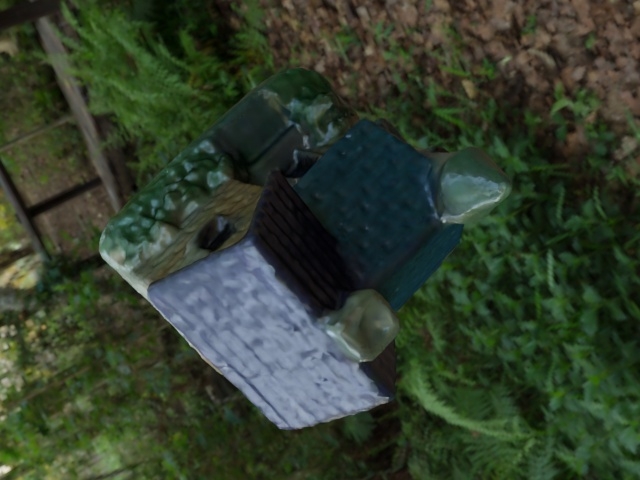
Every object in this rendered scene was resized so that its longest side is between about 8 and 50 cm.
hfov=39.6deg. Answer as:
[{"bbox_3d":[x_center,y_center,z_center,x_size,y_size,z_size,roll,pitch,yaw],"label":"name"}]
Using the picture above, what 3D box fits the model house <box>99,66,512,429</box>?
[{"bbox_3d":[0.000,0.000,0.828,0.245,0.312,0.280,53,164,-23],"label":"model house"}]
